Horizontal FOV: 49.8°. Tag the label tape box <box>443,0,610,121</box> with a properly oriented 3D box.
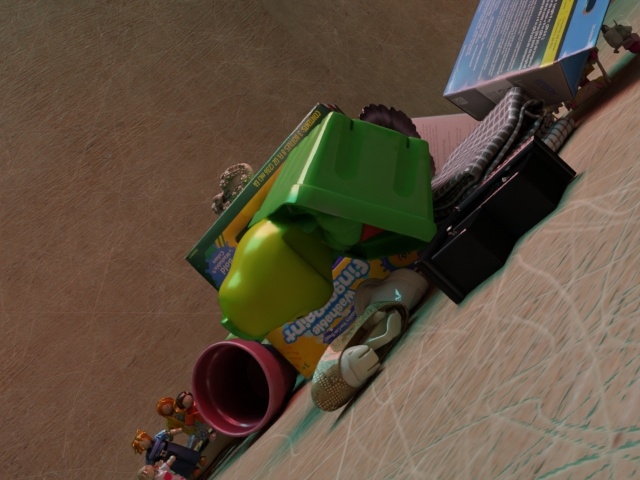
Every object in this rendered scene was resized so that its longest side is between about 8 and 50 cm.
[{"bbox_3d":[0.386,-0.350,1.162,0.334,0.106,0.240,-2,63,60],"label":"label tape box"}]

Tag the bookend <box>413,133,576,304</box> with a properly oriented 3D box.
[{"bbox_3d":[0.210,-0.026,0.829,0.156,0.072,0.157,-48,-1,42],"label":"bookend"}]

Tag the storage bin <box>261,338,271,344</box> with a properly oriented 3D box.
[{"bbox_3d":[-0.022,0.216,1.766,0.260,0.123,0.262,-46,-1,-34],"label":"storage bin"}]

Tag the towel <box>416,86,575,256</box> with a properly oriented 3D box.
[{"bbox_3d":[0.264,-0.107,1.172,0.235,0.121,0.283,-47,-1,-31],"label":"towel"}]

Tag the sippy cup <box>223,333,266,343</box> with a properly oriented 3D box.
[{"bbox_3d":[-0.164,0.316,1.999,0.224,0.306,0.240,-59,23,21],"label":"sippy cup"}]

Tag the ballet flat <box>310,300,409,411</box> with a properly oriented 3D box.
[{"bbox_3d":[0.059,0.145,0.927,0.067,0.073,0.206,-28,17,45],"label":"ballet flat"}]

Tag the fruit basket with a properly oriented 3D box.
[{"bbox_3d":[-0.002,0.007,1.143,0.392,0.283,0.392,-165,90,-77],"label":"fruit basket"}]

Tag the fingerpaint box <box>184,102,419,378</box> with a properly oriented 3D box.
[{"bbox_3d":[0.000,0.000,1.454,0.445,0.371,0.163,-47,-4,16],"label":"fingerpaint box"}]

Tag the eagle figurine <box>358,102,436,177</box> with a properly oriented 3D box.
[{"bbox_3d":[0.162,-0.141,1.593,0.226,0.298,0.225,-26,-31,-15],"label":"eagle figurine"}]

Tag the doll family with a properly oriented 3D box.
[{"bbox_3d":[-0.320,0.440,1.515,0.118,0.163,0.263,-10,51,62],"label":"doll family"}]

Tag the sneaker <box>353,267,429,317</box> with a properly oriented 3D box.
[{"bbox_3d":[0.093,0.113,1.119,0.094,0.080,0.212,-59,5,-25],"label":"sneaker"}]

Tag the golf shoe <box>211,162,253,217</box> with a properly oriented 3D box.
[{"bbox_3d":[-0.179,-0.118,1.520,0.086,0.069,0.176,-34,-10,-42],"label":"golf shoe"}]

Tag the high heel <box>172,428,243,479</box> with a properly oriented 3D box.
[{"bbox_3d":[-0.242,0.495,1.590,0.261,0.093,0.186,-36,24,31],"label":"high heel"}]

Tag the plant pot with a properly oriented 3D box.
[{"bbox_3d":[-0.148,0.303,1.492,0.201,0.201,0.180,-47,-17,19],"label":"plant pot"}]

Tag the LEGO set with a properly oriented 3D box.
[{"bbox_3d":[0.459,-0.268,1.269,0.132,0.107,0.287,-8,-25,-24],"label":"LEGO set"}]

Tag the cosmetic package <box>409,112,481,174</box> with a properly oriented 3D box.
[{"bbox_3d":[0.244,-0.244,1.817,0.385,0.156,0.217,-5,6,10],"label":"cosmetic package"}]
